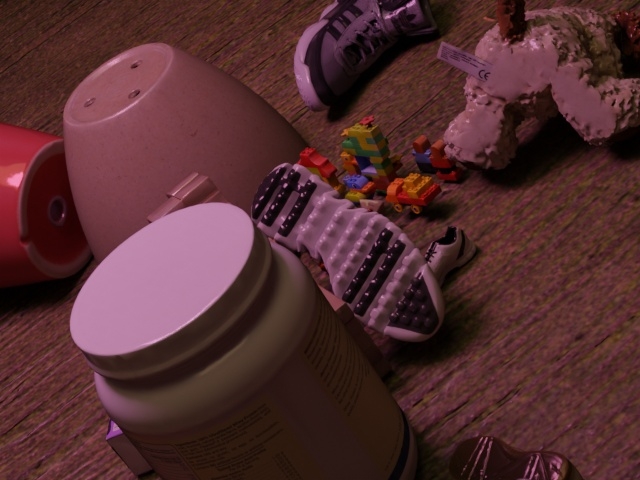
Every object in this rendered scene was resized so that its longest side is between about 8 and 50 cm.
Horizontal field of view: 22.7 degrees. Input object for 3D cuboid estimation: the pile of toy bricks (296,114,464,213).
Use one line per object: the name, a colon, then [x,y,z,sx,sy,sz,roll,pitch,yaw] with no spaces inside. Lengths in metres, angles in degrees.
pile of toy bricks: [0.067,-0.104,1.958,0.212,0.105,0.118,7,41,49]

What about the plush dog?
plush dog: [0.271,-0.213,1.891,0.262,0.211,0.225,-13,11,27]

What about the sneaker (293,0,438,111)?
sneaker: [0.070,-0.287,2.217,0.153,0.101,0.268,-10,36,37]

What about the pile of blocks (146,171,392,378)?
pile of blocks: [-0.079,0.064,1.801,0.112,0.149,0.362,-41,54,-10]

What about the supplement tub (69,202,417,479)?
supplement tub: [-0.072,0.147,1.547,0.235,0.325,0.235,-23,33,16]

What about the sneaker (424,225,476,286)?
sneaker: [0.127,0.027,1.801,0.109,0.044,0.040,-46,36,-16]

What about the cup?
cup: [-0.207,-0.118,2.112,0.331,0.237,0.331,-23,34,17]

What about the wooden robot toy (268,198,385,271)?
wooden robot toy: [0.000,0.000,1.930,0.173,0.076,0.079,-13,48,30]

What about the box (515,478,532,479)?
box: [0.217,0.288,1.319,0.156,0.093,0.158,-4,41,38]

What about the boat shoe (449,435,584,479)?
boat shoe: [0.184,0.220,1.497,0.153,0.048,0.056,-3,55,49]

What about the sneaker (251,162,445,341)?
sneaker: [0.049,0.017,1.789,0.110,0.118,0.292,-53,52,7]

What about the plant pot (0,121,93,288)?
plant pot: [-0.456,-0.048,2.236,0.243,0.275,0.275,3,46,29]

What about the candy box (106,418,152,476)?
candy box: [-0.152,0.158,1.844,0.165,0.070,0.196,-23,33,17]
